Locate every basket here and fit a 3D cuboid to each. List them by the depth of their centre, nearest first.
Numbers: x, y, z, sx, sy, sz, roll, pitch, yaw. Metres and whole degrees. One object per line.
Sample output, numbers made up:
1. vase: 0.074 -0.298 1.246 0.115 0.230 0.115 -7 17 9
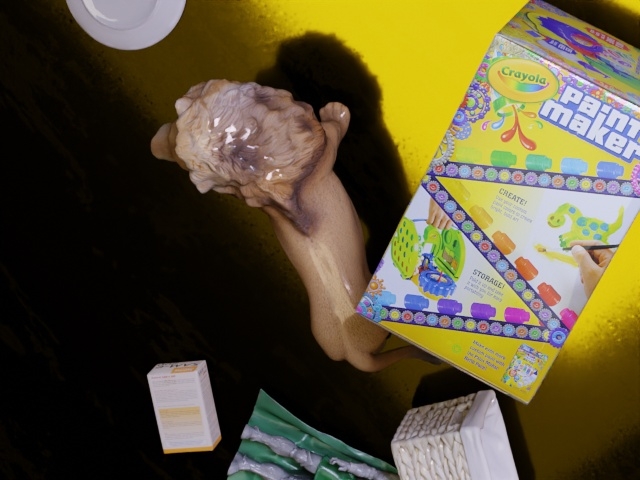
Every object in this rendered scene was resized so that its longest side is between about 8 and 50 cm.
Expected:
1. basket: 0.150 0.260 1.485 0.103 0.113 0.167 -12 102 19

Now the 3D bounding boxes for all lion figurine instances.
1. lion figurine: 0.000 0.000 1.377 0.142 0.240 0.392 -32 97 20

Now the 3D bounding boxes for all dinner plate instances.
1. dinner plate: -0.210 -0.272 1.471 0.141 0.017 0.141 4 105 14

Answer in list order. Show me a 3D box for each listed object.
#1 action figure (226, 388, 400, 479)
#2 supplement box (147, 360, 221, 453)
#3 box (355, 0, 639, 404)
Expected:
1. action figure: 0.015 0.273 1.553 0.232 0.063 0.137 20 107 4
2. supplement box: -0.155 0.190 1.580 0.062 0.036 0.098 -5 105 16
3. box: 0.196 -0.051 1.287 0.177 0.290 0.279 28 110 6
